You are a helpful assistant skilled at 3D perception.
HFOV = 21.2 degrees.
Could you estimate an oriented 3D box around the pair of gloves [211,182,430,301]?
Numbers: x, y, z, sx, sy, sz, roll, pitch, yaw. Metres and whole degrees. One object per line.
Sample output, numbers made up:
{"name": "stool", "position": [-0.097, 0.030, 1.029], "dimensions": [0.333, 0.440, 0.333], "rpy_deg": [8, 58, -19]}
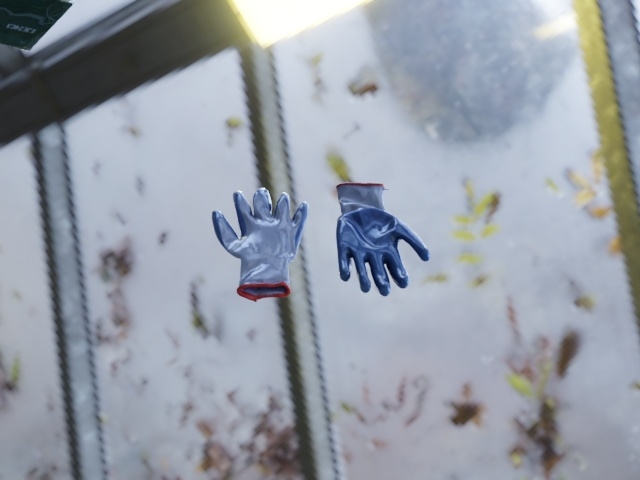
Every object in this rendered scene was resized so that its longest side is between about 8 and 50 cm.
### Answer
{"name": "pair of gloves", "position": [0.000, 0.000, 1.577], "dimensions": [0.159, 0.198, 0.023], "rpy_deg": [-98, -171, -50]}

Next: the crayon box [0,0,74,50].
{"name": "crayon box", "position": [-0.296, -0.313, 1.257], "dimensions": [0.083, 0.203, 0.323], "rpy_deg": [-34, -125, 47]}
